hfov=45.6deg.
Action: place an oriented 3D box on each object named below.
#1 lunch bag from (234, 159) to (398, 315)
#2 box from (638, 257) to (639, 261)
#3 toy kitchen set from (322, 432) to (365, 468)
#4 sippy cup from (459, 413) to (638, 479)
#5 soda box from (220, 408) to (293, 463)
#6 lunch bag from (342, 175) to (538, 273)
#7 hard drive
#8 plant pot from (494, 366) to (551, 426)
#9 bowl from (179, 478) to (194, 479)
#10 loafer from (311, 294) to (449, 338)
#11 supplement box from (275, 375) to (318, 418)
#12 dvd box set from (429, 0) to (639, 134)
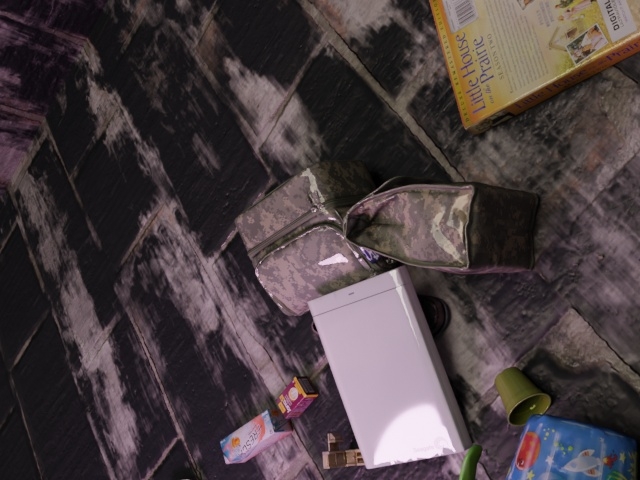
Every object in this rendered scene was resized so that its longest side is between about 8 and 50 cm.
[{"bbox_3d":[0.000,0.000,1.610,0.305,0.212,0.256,-30,79,36],"label":"lunch bag"},{"bbox_3d":[0.602,0.008,1.148,0.207,0.036,0.114,-46,55,28],"label":"box"},{"bbox_3d":[0.057,0.424,1.550,0.075,0.083,0.068,-17,72,40],"label":"toy kitchen set"},{"bbox_3d":[0.383,0.393,1.171,0.240,0.305,0.224,114,172,-80],"label":"sippy cup"},{"bbox_3d":[-0.149,0.451,1.752,0.183,0.063,0.058,-40,57,31],"label":"soda box"},{"bbox_3d":[0.212,-0.029,1.384,0.286,0.235,0.169,4,90,43],"label":"lunch bag"},{"bbox_3d":[0.126,0.250,1.469,0.233,0.047,0.353,-23,85,37],"label":"hard drive"},{"bbox_3d":[0.343,0.265,1.324,0.083,0.083,0.079,-53,38,22],"label":"plant pot"},{"bbox_3d":[-0.332,0.669,1.891,0.142,0.053,0.142,-26,65,38],"label":"bowl"},{"bbox_3d":[0.112,0.169,1.537,0.302,0.095,0.109,-14,72,41],"label":"loafer"},{"bbox_3d":[-0.053,0.348,1.695,0.083,0.043,0.055,-53,53,23],"label":"supplement box"},{"bbox_3d":[0.412,-0.419,1.389,0.420,0.062,0.308,-27,65,37],"label":"dvd box set"}]
